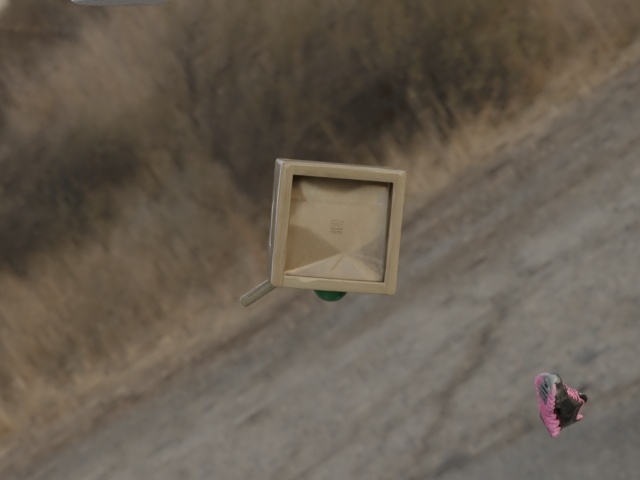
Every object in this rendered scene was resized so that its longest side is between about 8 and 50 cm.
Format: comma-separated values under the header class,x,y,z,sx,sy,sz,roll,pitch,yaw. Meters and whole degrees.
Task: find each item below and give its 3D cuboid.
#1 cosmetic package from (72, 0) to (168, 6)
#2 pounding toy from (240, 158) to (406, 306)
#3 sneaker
class,x,y,z,sx,sy,sz,roll,pitch,yaw
cosmetic package,-0.147,-0.299,1.768,0.117,0.085,0.231,-7,1,-41
pounding toy,0.000,0.000,1.560,0.130,0.141,0.100,5,5,-6
sneaker,0.290,0.188,2.075,0.057,0.047,0.119,-19,-35,-3
